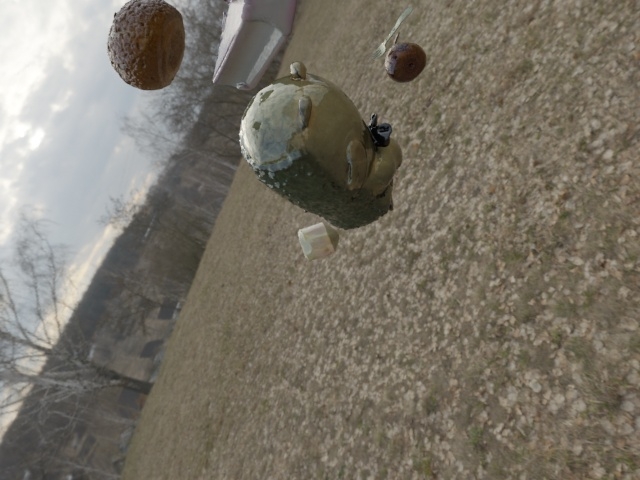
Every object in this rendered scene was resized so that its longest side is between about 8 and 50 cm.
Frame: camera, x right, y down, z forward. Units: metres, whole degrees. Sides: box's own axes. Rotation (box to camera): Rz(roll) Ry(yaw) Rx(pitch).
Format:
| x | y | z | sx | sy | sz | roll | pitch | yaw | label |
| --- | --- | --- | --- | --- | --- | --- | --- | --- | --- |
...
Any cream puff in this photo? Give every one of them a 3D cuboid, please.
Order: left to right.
| x | y | z | sx | sy | sz | roll | pitch | yaw | label |
| --- | --- | --- | --- | --- | --- | --- | --- | --- | --- |
| -0.583 | -0.650 | 1.372 | 0.303 | 0.212 | 0.303 | -163 | 90 | -83 | cream puff |

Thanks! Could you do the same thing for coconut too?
| x | y | z | sx | sy | sz | roll | pitch | yaw | label |
| --- | --- | --- | --- | --- | --- | --- | --- | --- | --- |
| 0.000 | 0.000 | 1.298 | 0.122 | 0.116 | 0.116 | -19 | 29 | 2 | coconut |

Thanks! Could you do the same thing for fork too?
| x | y | z | sx | sy | sz | roll | pitch | yaw | label |
| --- | --- | --- | --- | --- | --- | --- | --- | --- | --- |
| 0.235 | -0.681 | 1.370 | 0.219 | 0.028 | 0.034 | -40 | 60 | 54 | fork |

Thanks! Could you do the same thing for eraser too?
| x | y | z | sx | sy | sz | roll | pitch | yaw | label |
| --- | --- | --- | --- | --- | --- | --- | --- | --- | --- |
| -0.157 | -0.549 | 1.005 | 0.359 | 0.122 | 0.272 | 174 | 105 | -67 | eraser |

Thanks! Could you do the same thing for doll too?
| x | y | z | sx | sy | sz | roll | pitch | yaw | label |
| --- | --- | --- | --- | --- | --- | --- | --- | --- | --- |
| 0.019 | -0.152 | 0.769 | 0.247 | 0.349 | 0.247 | -18 | 52 | 24 | doll |

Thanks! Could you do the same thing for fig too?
| x | y | z | sx | sy | sz | roll | pitch | yaw | label |
| --- | --- | --- | --- | --- | --- | --- | --- | --- | --- |
| 0.280 | -0.663 | 1.488 | 0.134 | 0.146 | 0.201 | -60 | 42 | 40 | fig |
